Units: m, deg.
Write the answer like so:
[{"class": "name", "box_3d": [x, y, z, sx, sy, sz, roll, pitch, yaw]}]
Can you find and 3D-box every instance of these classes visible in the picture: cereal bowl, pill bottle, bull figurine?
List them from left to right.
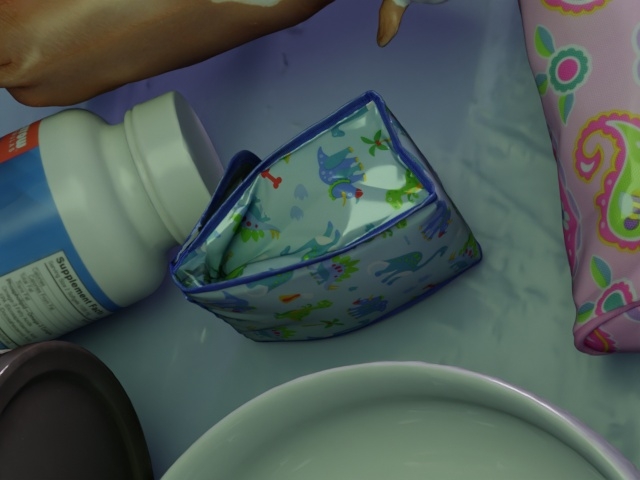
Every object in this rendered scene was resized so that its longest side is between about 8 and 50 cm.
[{"class": "pill bottle", "box_3d": [-0.167, -0.005, 1.082, 0.221, 0.124, 0.124, -24, 70, 7]}, {"class": "bull figurine", "box_3d": [-0.054, -0.165, 1.065, 0.310, 0.101, 0.188, -15, 27, 5]}, {"class": "cereal bowl", "box_3d": [0.054, 0.237, 0.934, 0.339, 0.141, 0.339, -5, 78, 23]}]

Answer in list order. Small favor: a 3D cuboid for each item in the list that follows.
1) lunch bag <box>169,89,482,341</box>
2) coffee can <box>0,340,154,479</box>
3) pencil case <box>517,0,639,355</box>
[{"class": "lunch bag", "box_3d": [0.000, 0.000, 1.033, 0.151, 0.129, 0.096, -33, 65, 6]}, {"class": "coffee can", "box_3d": [-0.257, 0.163, 0.998, 0.275, 0.201, 0.201, -5, 74, 23]}, {"class": "pencil case", "box_3d": [0.177, -0.076, 1.007, 0.124, 0.124, 0.284, -13, 71, 11]}]
